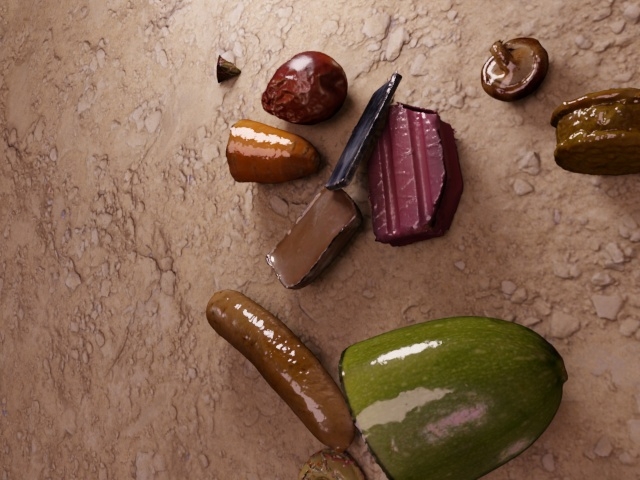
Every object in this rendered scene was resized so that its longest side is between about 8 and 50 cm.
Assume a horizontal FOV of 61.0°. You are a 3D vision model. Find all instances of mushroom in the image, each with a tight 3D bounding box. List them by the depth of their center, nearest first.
[{"bbox_3d":[0.366,-0.321,1.026,0.127,0.087,0.127,-8,78,37],"label":"mushroom"}]

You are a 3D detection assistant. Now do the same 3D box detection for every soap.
[{"bbox_3d":[0.189,-0.144,1.109,0.182,0.112,0.288,-14,76,32],"label":"soap"}]

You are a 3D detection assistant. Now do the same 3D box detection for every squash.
[{"bbox_3d":[0.240,0.236,0.921,0.309,0.310,0.310,-37,65,20],"label":"squash"}]

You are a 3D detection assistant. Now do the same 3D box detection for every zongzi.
[{"bbox_3d":[-0.270,-0.486,1.506,0.083,0.067,0.073,-11,84,51],"label":"zongzi"}]

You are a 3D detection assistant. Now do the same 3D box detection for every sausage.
[{"bbox_3d":[-0.096,0.270,1.246,0.501,0.123,0.136,38,108,31],"label":"sausage"}]

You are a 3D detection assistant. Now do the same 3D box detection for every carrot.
[{"bbox_3d":[-0.102,-0.211,1.307,0.225,0.159,0.159,7,88,25],"label":"carrot"}]

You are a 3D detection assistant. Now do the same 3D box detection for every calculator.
[{"bbox_3d":[0.089,-0.226,1.155,0.261,0.021,0.161,-63,12,-5],"label":"calculator"}]

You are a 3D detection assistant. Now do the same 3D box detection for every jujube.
[{"bbox_3d":[-0.046,-0.353,1.284,0.237,0.168,0.168,1,84,50],"label":"jujube"}]

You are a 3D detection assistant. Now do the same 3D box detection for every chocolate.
[{"bbox_3d":[0.000,0.001,1.238,0.261,0.083,0.161,-48,42,15],"label":"chocolate"}]

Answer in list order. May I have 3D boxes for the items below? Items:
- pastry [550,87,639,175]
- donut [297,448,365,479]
[{"bbox_3d":[0.473,-0.171,0.883,0.189,0.189,0.103,-2,80,34],"label":"pastry"},{"bbox_3d":[0.019,0.537,1.166,0.175,0.068,0.174,-4,82,33],"label":"donut"}]
